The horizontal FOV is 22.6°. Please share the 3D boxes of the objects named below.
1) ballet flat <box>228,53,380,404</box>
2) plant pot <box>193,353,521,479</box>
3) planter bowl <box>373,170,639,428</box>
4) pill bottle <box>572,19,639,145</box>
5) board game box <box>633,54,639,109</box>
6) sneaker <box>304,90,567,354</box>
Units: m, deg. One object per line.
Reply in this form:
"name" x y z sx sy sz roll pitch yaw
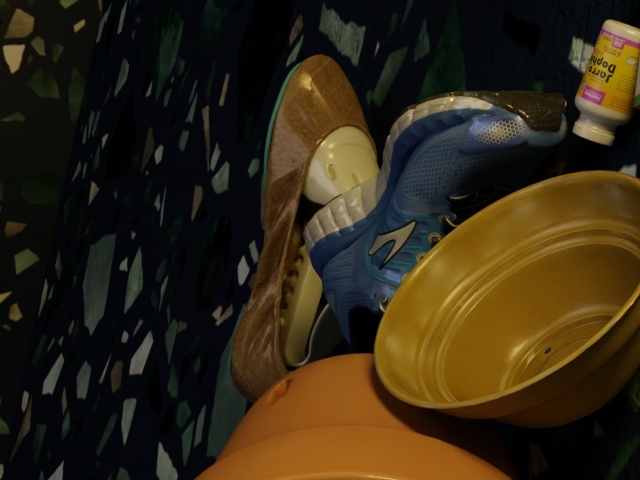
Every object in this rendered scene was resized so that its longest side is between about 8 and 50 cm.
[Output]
"ballet flat" 0.000 0.000 1.506 0.124 0.116 0.342 17 94 48
"plant pot" 0.028 0.215 1.103 0.203 0.291 0.290 -82 16 -60
"planter bowl" 0.149 0.059 1.062 0.217 0.090 0.217 -28 28 17
"pill bottle" 0.207 -0.111 1.133 0.043 0.043 0.083 -132 58 -64
"board game box" 0.266 -0.196 1.058 0.124 0.039 0.259 165 113 -66
"sneaker" 0.101 -0.006 1.262 0.330 0.130 0.147 -50 48 54
